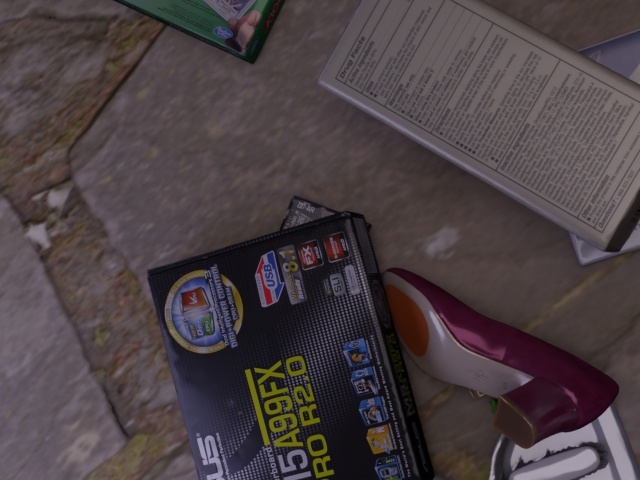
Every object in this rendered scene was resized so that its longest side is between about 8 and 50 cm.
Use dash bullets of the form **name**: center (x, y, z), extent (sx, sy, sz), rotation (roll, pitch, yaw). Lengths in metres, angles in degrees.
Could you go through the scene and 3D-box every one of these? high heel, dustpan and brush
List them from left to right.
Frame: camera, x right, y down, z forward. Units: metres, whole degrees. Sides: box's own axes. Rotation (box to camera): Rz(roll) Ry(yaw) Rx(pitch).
- **high heel**: center (0.163, 0.093, 1.283), extent (0.244, 0.117, 0.082), rotation (40, 137, 39)
- **dustpan and brush**: center (0.190, 0.226, 1.273), extent (0.211, 0.060, 0.147), rotation (-21, 82, 8)

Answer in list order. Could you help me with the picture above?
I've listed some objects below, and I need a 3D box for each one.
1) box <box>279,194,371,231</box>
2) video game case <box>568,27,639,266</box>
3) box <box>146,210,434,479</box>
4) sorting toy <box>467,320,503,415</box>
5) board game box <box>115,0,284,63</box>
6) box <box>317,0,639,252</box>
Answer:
- **box**: center (0.000, 0.000, 1.348), extent (0.083, 0.018, 0.067), rotation (20, 89, 11)
- **video game case**: center (0.305, -0.097, 1.298), extent (0.183, 0.023, 0.201), rotation (-18, 82, 8)
- **box**: center (-0.030, 0.129, 1.307), extent (0.216, 0.060, 0.270), rotation (-16, 85, 15)
- **sorting toy**: center (0.168, 0.127, 1.310), extent (0.062, 0.012, 0.083), rotation (-30, 81, 6)
- **board game box**: center (-0.164, -0.342, 1.392), extent (0.317, 0.046, 0.213), rotation (26, 90, 12)
- **box**: center (0.170, -0.126, 1.254), extent (0.311, 0.121, 0.148), rotation (33, 99, 17)
